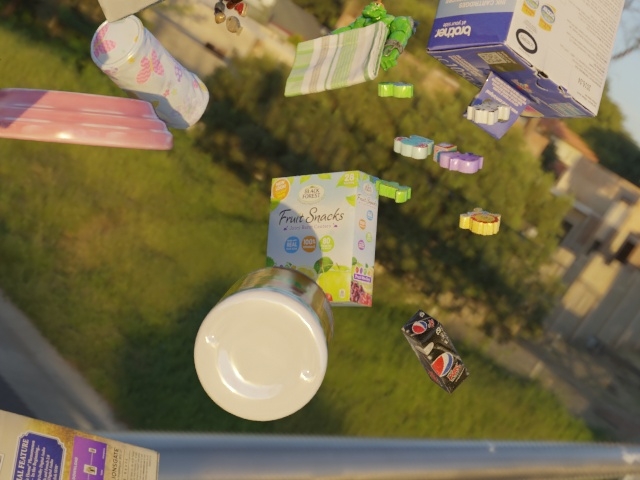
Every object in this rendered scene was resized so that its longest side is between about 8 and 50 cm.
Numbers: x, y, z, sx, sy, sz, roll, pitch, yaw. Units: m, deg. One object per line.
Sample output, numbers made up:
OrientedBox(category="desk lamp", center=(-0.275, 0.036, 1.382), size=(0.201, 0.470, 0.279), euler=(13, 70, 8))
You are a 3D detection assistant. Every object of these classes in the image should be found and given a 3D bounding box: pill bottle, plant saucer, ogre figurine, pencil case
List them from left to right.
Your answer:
OrientedBox(category="plant saucer", center=(-0.414, -0.206, 1.710), size=(0.332, 0.084, 0.332), euler=(4, 5, 0))
OrientedBox(category="pencil case", center=(-0.321, -0.320, 1.936), size=(0.114, 0.124, 0.273), euler=(19, -11, 30))
OrientedBox(category="pill bottle", center=(-0.054, 0.102, 1.129), size=(0.136, 0.136, 0.245), euler=(32, 7, -1))
OrientedBox(category="ogre figurine", center=(0.083, -0.345, 1.733), size=(0.097, 0.118, 0.197), euler=(52, -24, -16))

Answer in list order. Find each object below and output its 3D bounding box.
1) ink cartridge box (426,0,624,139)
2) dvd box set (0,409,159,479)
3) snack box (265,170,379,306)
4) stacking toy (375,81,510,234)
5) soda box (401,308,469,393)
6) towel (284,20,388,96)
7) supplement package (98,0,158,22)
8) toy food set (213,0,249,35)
OrientedBox(category="ink cartridge box", center=(0.316, -0.352, 1.498), size=(0.151, 0.395, 0.270), euler=(5, -14, 45))
OrientedBox(category="dvd box set", center=(-0.388, 0.325, 1.116), size=(0.421, 0.062, 0.307), euler=(20, 40, -24))
OrientedBox(category="snack box", center=(0.000, 0.000, 1.608), size=(0.175, 0.207, 0.070), euler=(-4, -13, 36))
OrientedBox(category="stacking toy", center=(0.154, -0.115, 1.359), size=(0.221, 0.166, 0.052), euler=(22, 30, 40))
OrientedBox(category="soda box", center=(0.206, 0.200, 1.803), size=(0.060, 0.053, 0.169), euler=(35, -16, 46))
OrientedBox(category="towel", center=(0.021, -0.269, 1.498), size=(0.152, 0.113, 0.023), euler=(-7, -39, 29))
OrientedBox(category="supplement package", center=(-0.182, -0.392, 1.269), size=(0.194, 0.203, 0.149), euler=(3, -59, 59))
OrientedBox(category="toy food set", center=(-0.163, -0.418, 1.809), size=(0.019, 0.077, 0.122), euler=(16, 15, -36))
